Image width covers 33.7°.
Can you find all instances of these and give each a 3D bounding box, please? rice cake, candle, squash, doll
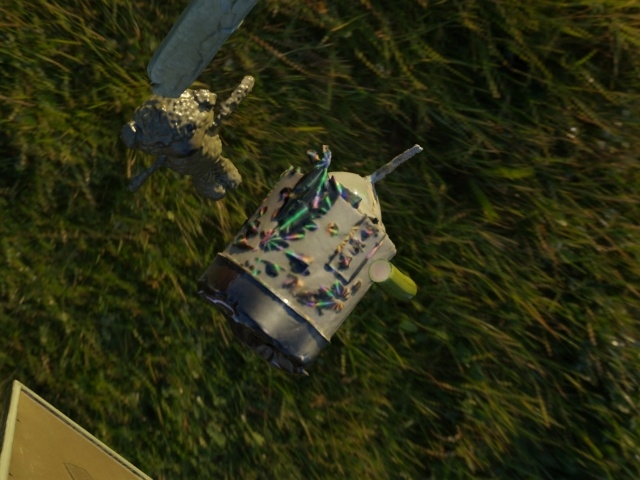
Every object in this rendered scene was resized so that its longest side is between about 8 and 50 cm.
[{"bbox_3d":[-0.072,-0.178,0.790,0.042,0.245,0.045,35,57,-13],"label":"rice cake"},{"bbox_3d":[0.000,0.000,1.340,0.187,0.187,0.330,40,84,-12],"label":"candle"},{"bbox_3d":[0.076,0.043,1.081,0.027,0.083,0.027,-10,66,24],"label":"squash"},{"bbox_3d":[-0.175,-0.114,1.404,0.202,0.286,0.091,-20,71,-24],"label":"doll"}]

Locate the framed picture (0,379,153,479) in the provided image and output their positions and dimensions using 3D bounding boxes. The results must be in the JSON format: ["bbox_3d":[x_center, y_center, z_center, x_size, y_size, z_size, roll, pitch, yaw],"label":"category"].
[{"bbox_3d":[-0.174,0.183,0.772,0.150,0.203,0.015,41,91,-19],"label":"framed picture"}]
